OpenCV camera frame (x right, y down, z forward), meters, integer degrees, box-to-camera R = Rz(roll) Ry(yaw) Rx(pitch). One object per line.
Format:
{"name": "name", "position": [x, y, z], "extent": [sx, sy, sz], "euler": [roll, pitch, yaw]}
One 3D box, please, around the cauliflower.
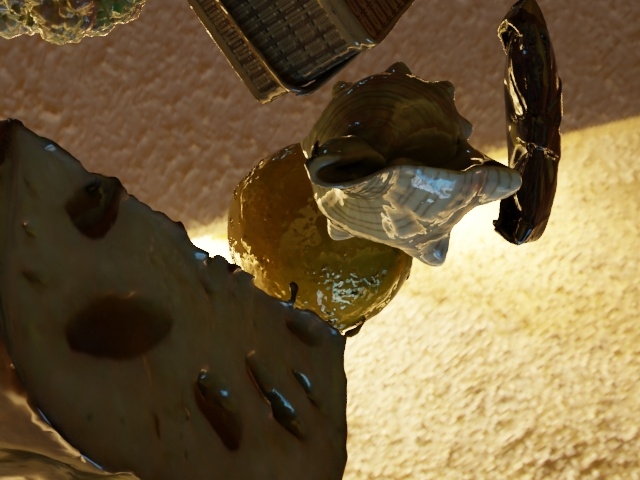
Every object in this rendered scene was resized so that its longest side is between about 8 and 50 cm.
{"name": "cauliflower", "position": [-0.279, -0.320, 1.205], "extent": [0.256, 0.315, 0.239], "euler": [13, -113, 30]}

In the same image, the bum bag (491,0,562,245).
{"name": "bum bag", "position": [0.196, -0.112, 1.175], "extent": [0.060, 0.232, 0.107], "euler": [3, -171, 19]}

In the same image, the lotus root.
{"name": "lotus root", "position": [-0.160, 0.085, 0.590], "extent": [0.267, 0.260, 0.149], "euler": [38, -136, -51]}

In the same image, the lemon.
{"name": "lemon", "position": [0.000, 0.000, 1.167], "extent": [0.174, 0.173, 0.206], "euler": [1, -112, -24]}

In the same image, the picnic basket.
{"name": "picnic basket", "position": [-0.005, -0.163, 0.705], "extent": [0.115, 0.079, 0.164], "euler": [53, -143, -13]}

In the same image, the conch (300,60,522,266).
{"name": "conch", "position": [0.053, -0.037, 0.797], "extent": [0.137, 0.114, 0.234], "euler": [12, -152, -4]}
